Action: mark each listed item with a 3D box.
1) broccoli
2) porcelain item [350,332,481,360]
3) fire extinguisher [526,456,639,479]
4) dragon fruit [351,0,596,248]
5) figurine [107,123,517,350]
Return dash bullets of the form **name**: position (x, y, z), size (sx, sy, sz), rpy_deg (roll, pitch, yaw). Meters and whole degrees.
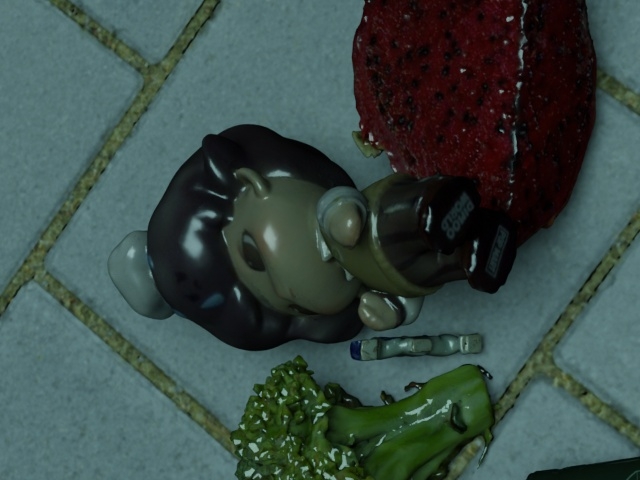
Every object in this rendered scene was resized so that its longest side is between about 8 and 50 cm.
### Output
- **broccoli**: position (0.032, 0.208, 1.464), size (0.273, 0.180, 0.242), rpy_deg (-38, 71, 12)
- **porcelain item**: position (0.078, 0.100, 1.517), size (0.075, 0.136, 0.021), rpy_deg (-9, 82, 62)
- **fire extinguisher**: position (0.341, 0.229, 1.394), size (0.311, 0.095, 0.114), rpy_deg (-13, 116, 20)
- **dragon fruit**: position (0.145, -0.154, 1.499), size (0.205, 0.152, 0.317), rpy_deg (11, 102, 39)
- **figurine**: position (-0.002, 0.019, 1.444), size (0.365, 0.218, 0.206), rpy_deg (18, 86, 51)
